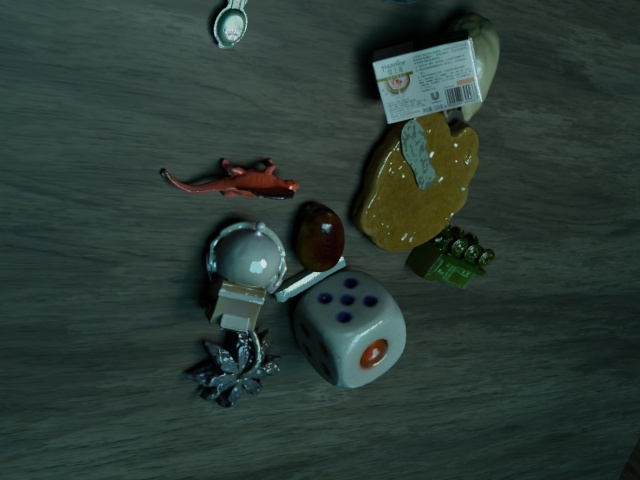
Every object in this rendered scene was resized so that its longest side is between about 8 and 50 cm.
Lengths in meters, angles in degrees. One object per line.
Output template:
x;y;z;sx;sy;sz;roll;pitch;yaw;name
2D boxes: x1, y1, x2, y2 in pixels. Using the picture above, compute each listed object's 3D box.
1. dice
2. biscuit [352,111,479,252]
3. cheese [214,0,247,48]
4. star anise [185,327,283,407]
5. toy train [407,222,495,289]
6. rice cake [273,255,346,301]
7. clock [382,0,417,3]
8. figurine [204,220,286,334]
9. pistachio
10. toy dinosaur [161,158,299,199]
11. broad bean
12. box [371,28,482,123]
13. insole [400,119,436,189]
0.064;0.196;2.203;0.194;0.192;0.193;-32;138;-21;dice
0.219;-0.138;2.212;0.312;0.057;0.351;-3;119;-39;biscuit
-0.153;-0.394;1.752;0.067;0.026;0.120;-2;119;-39;cheese
-0.177;0.262;2.139;0.230;0.081;0.262;-3;122;-26;star anise
0.320;0.043;2.402;0.226;0.090;0.137;22;110;-46;toy train
-0.024;0.083;2.179;0.180;0.030;0.042;-29;128;-21;rice cake
0.162;-0.597;1.851;0.313;0.061;0.312;-21;129;-28;clock
-0.153;0.065;1.994;0.163;0.141;0.236;11;104;-8;figurine
0.305;-0.361;2.076;0.152;0.126;0.223;-16;117;-69;pistachio
-0.145;-0.098;1.877;0.286;0.139;0.070;-3;118;-38;toy dinosaur
0.000;0.000;2.109;0.114;0.084;0.165;-5;129;-17;broad bean
0.211;-0.325;1.976;0.199;0.081;0.135;-12;116;8;box
0.209;-0.182;2.130;0.065;0.006;0.193;-40;136;-12;insole
